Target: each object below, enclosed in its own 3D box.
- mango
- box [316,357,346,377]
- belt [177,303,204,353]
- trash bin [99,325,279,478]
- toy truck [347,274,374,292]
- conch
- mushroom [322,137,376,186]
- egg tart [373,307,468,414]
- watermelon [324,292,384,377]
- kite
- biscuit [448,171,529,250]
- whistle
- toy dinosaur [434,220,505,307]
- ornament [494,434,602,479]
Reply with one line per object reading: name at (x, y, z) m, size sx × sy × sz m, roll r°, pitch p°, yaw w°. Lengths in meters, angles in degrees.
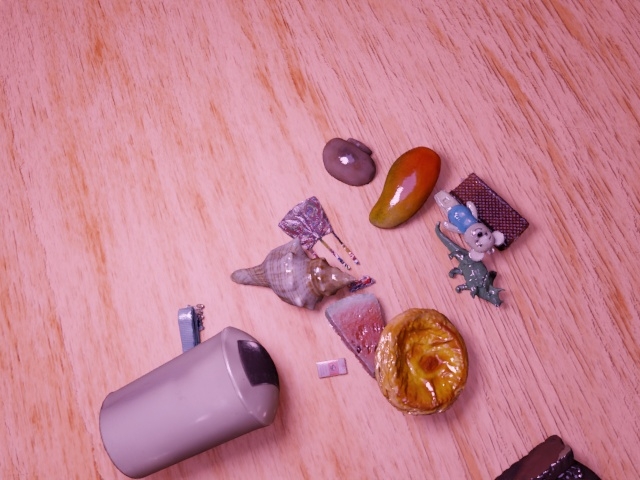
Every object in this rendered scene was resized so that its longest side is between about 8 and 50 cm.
mango at (0.263, -0.158, 1.397) m, size 0.146 × 0.129 × 0.288 m, roll 25°, pitch 88°, yaw 9°
box at (0.032, 0.372, 1.337) m, size 0.083 × 0.012 × 0.046 m, roll -10°, pitch 74°, yaw 4°
belt at (-0.386, 0.285, 1.372) m, size 0.065 × 0.100 × 0.179 m, roll -4°, pitch 91°, yaw 3°
trash bin at (-0.322, 0.422, 1.224) m, size 0.432 × 0.280 × 0.280 m, roll -26°, pitch 75°, yaw 1°
toy truck at (0.121, 0.129, 1.385) m, size 0.083 × 0.024 × 0.031 m, roll -26°, pitch 97°, yaw 0°
conch at (-0.088, 0.092, 1.340) m, size 0.387 × 0.169 × 0.203 m, roll 9°, pitch 69°, yaw 7°
mushroom at (0.090, -0.255, 1.449) m, size 0.188 × 0.117 × 0.141 m, roll 31°, pitch 92°, yaw 7°
egg tart at (0.268, 0.330, 1.255) m, size 0.295 × 0.116 × 0.294 m, roll 4°, pitch 74°, yaw -15°
watermelon at (0.124, 0.279, 1.325) m, size 0.154 × 0.094 × 0.241 m, roll -21°, pitch 76°, yaw -11°
kite at (0.000, 0.000, 1.435) m, size 0.152 × 0.015 × 0.285 m, roll -39°, pitch 73°, yaw -2°
biscuit at (0.498, -0.090, 1.386) m, size 0.106 × 0.070 × 0.252 m, roll -41°, pitch 76°, yaw -7°
whistle at (0.420, -0.054, 1.329) m, size 0.114 × 0.077 × 0.235 m, roll -39°, pitch 73°, yaw 6°
toy dinosaur at (0.419, 0.083, 1.347) m, size 0.292 × 0.079 × 0.120 m, roll 42°, pitch 77°, yaw 12°
ornament at (0.623, 0.676, 1.174) m, size 0.251 × 0.106 × 0.260 m, roll -36°, pitch 84°, yaw 3°
